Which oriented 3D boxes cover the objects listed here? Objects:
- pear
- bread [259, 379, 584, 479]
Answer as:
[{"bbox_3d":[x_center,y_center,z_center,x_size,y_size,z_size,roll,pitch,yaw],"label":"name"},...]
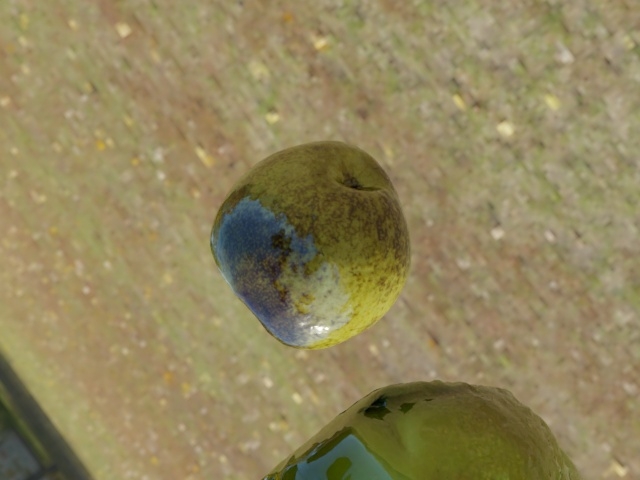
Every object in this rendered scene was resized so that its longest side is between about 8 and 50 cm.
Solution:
[{"bbox_3d":[0.000,0.000,1.412,0.197,0.197,0.197,48,164,18],"label":"pear"},{"bbox_3d":[-0.031,0.210,0.708,0.166,0.383,0.112,17,-142,-51],"label":"bread"}]
